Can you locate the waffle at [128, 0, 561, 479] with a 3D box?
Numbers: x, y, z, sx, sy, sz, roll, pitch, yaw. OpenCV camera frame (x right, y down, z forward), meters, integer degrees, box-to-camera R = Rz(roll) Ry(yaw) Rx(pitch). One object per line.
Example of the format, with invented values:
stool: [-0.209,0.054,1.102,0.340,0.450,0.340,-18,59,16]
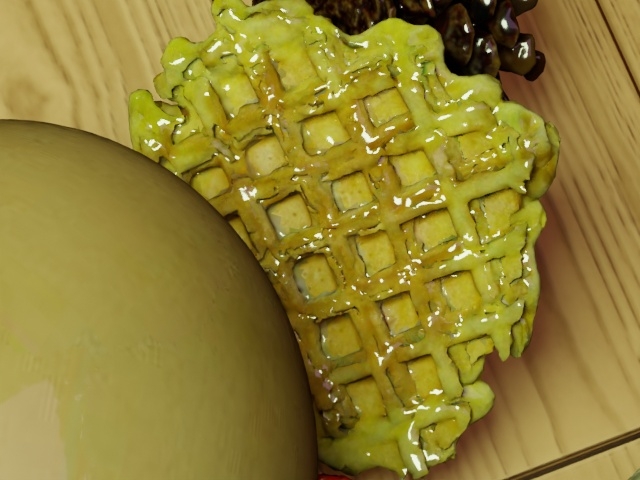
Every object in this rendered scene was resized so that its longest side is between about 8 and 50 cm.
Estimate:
waffle: [0.000,0.000,1.061,0.245,0.052,0.254,20,107,6]

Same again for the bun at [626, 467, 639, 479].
bun: [0.267,0.186,1.089,0.239,0.141,0.239,21,40,-18]

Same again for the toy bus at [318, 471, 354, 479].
toy bus: [-0.030,0.212,1.035,0.089,0.081,0.195,15,67,-3]

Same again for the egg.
egg: [-0.155,0.129,0.897,0.301,0.301,0.374,19,72,-12]

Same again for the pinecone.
pinecone: [0.054,-0.118,1.145,0.165,0.163,0.163,-9,73,-42]
